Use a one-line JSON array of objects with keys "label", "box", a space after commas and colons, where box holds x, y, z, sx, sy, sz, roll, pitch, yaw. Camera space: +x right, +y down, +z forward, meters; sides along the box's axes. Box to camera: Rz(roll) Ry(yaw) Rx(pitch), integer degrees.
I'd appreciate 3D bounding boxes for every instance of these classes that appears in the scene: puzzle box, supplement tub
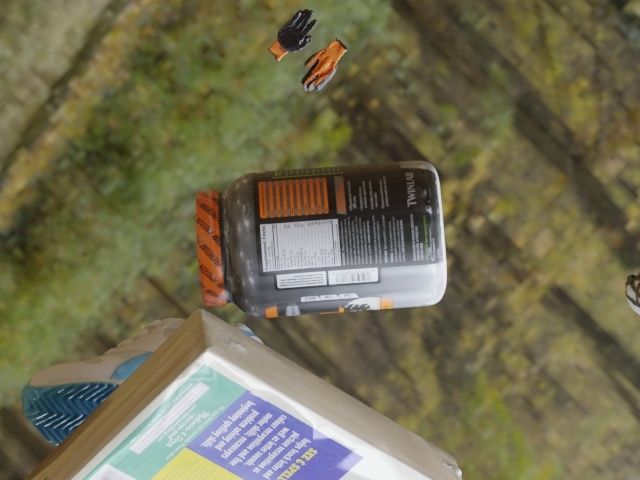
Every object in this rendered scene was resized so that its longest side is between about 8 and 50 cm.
[{"label": "puzzle box", "box": [-0.119, 0.252, 1.386, 0.409, 0.272, 0.052, -43, -148, 21]}, {"label": "supplement tub", "box": [0.000, 0.000, 1.393, 0.190, 0.117, 0.117, -4, -177, 1]}]

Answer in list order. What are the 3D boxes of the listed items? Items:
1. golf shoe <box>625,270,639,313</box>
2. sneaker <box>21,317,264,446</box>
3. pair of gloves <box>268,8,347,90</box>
[{"label": "golf shoe", "box": [0.374, 0.080, 1.929, 0.198, 0.077, 0.093, 107, -9, -81]}, {"label": "sneaker", "box": [-0.147, 0.120, 1.495, 0.229, 0.092, 0.087, -2, 132, -30]}, {"label": "pair of gloves", "box": [-0.013, -0.212, 1.976, 0.074, 0.083, 0.010, -48, 165, 28]}]
